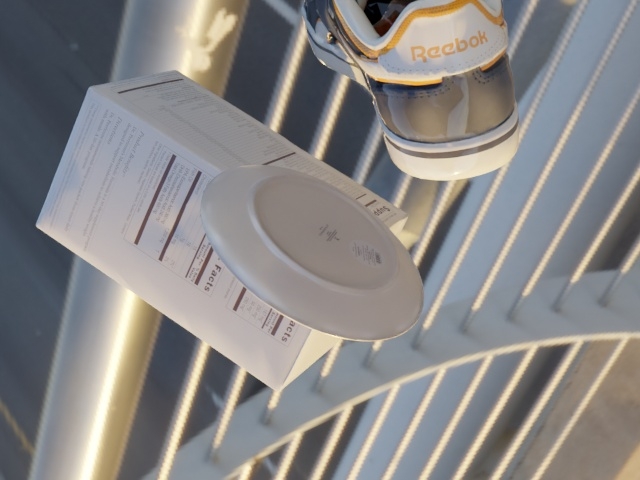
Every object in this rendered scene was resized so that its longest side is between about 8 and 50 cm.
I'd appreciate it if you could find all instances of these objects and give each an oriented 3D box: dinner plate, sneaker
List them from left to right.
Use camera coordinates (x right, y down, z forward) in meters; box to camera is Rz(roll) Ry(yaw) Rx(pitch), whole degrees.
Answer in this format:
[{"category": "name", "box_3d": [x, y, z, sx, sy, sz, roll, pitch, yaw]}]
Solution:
[{"category": "dinner plate", "box_3d": [0.000, 0.000, 0.623, 0.141, 0.141, 0.017, 51, 126, 25]}, {"category": "sneaker", "box_3d": [0.058, -0.173, 0.790, 0.321, 0.126, 0.128, -116, 11, -56]}]

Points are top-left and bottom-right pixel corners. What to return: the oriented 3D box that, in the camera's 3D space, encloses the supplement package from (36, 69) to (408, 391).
[{"category": "supplement package", "box_3d": [-0.078, -0.015, 0.893, 0.244, 0.139, 0.134, 33, 114, 13]}]
